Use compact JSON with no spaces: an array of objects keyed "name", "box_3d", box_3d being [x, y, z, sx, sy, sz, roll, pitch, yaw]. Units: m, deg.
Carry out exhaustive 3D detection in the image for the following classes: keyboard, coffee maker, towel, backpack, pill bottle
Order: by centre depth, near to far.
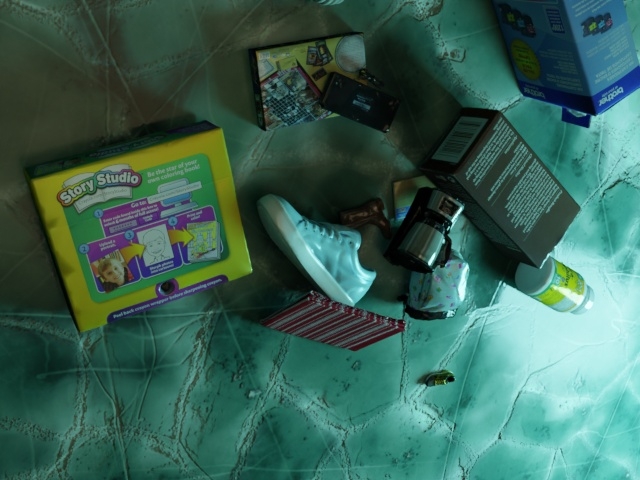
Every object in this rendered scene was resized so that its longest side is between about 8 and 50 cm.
[{"name":"keyboard","box_3d":[0.089,-0.302,1.667,0.180,0.023,0.108,16,105,-31]},{"name":"towel","box_3d":[0.031,0.184,1.773,0.275,0.199,0.031,20,57,-30]},{"name":"coffee maker","box_3d":[0.227,-0.027,1.806,0.120,0.171,0.178,37,77,-36]},{"name":"backpack","box_3d":[0.280,0.097,1.887,0.152,0.115,0.182,-5,115,-29]},{"name":"pill bottle","box_3d":[0.614,0.119,2.066,0.208,0.117,0.117,27,93,-30]}]

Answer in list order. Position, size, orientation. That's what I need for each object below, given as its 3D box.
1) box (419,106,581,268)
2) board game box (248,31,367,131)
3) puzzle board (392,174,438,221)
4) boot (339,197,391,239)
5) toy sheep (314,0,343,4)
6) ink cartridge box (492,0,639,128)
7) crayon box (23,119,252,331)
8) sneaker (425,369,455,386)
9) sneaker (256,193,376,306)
[{"name":"box","box_3d":[0.430,-0.122,1.876,0.381,0.143,0.191,41,80,-29]},{"name":"board game box","box_3d":[-0.020,-0.330,1.640,0.243,0.042,0.165,-15,113,-22]},{"name":"puzzle board","box_3d":[0.226,-0.104,1.858,0.128,0.011,0.096,-14,114,-21]},{"name":"boot","box_3d":[0.099,-0.032,1.802,0.114,0.037,0.106,-24,103,-21]},{"name":"toy sheep","box_3d":[0.009,-0.510,1.571,0.132,0.091,0.091,-2,108,-32]},{"name":"ink cartridge box","box_3d":[0.540,-0.443,1.751,0.151,0.270,0.395,-34,118,-9]},{"name":"crayon box","box_3d":[-0.342,-0.033,1.541,0.363,0.106,0.313,-19,113,-21]},{"name":"sneaker","box_3d":[0.308,0.356,2.038,0.083,0.035,0.031,-18,113,-21]},{"name":"sneaker","box_3d":[0.000,0.000,1.717,0.150,0.135,0.366,-45,132,-8]}]
